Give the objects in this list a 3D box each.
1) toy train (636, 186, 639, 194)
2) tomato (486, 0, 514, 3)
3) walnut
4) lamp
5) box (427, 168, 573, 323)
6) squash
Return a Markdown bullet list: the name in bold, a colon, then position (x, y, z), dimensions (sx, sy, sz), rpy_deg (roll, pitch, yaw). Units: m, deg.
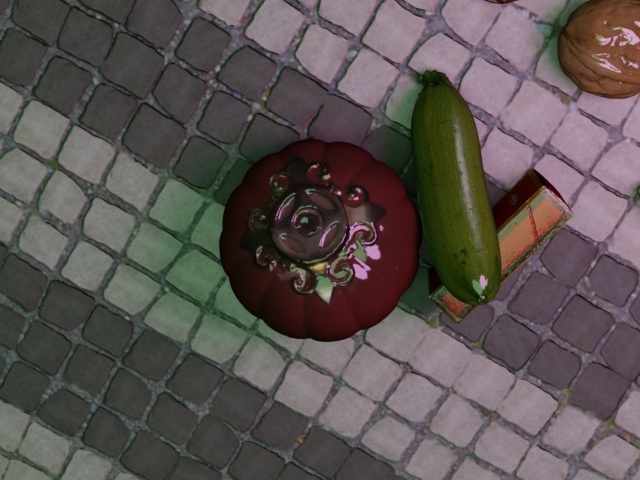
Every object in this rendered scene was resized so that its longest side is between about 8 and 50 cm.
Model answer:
- **toy train**: position (0.602, -0.095, 1.595), dimensions (0.253, 0.105, 0.157), rpy_deg (-40, 83, 13)
- **tomato**: position (0.269, -0.432, 1.543), dimensions (0.139, 0.091, 0.159), rpy_deg (19, 132, 10)
- **walnut**: position (0.425, -0.282, 1.540), dimensions (0.166, 0.149, 0.167), rpy_deg (-1, 137, -1)
- **lamp**: position (0.000, 0.000, 1.573), dimensions (0.303, 0.257, 0.303), rpy_deg (-2, 77, 7)
- **box**: position (0.269, 0.006, 1.615), dimensions (0.074, 0.153, 0.240), rpy_deg (44, 103, -2)
- **squash**: position (0.192, -0.077, 1.544), dimensions (0.107, 0.107, 0.395), rpy_deg (-11, 63, 8)
